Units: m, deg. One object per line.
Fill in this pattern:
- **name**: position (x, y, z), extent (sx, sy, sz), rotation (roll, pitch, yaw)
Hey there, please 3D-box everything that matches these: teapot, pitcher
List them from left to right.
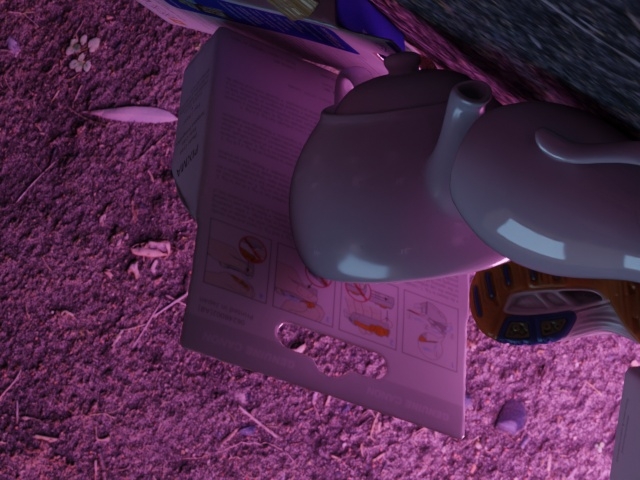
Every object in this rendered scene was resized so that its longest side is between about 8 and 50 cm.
- **teapot**: position (0.081, -0.076, 1.287), extent (0.256, 0.187, 0.252), rotation (-3, -169, 29)
- **pitcher**: position (0.198, -0.039, 1.043), extent (0.207, 0.125, 0.177), rotation (26, 158, 29)

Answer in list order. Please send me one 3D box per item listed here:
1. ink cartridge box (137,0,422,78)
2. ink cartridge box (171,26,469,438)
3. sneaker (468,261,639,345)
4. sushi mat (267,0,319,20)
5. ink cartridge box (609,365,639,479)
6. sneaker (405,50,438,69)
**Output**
- **ink cartridge box**: position (-0.045, -0.233, 1.436), extent (0.371, 0.069, 0.176), rotation (22, 177, 28)
- **ink cartridge box**: position (0.000, 0.000, 1.428), extent (0.308, 0.091, 0.385), rotation (21, -128, -23)
- **sneaker**: position (0.292, 0.041, 1.322), extent (0.297, 0.111, 0.131), rotation (4, -170, 25)
- **sushi mat**: position (-0.134, -0.288, 1.212), extent (0.317, 0.019, 0.151), rotation (35, 176, -12)
- **ink cartridge box**: position (0.402, 0.218, 1.119), extent (0.207, 0.119, 0.353), rotation (-1, -160, -18)
- **sneaker**: position (0.132, -0.162, 1.562), extent (0.118, 0.042, 0.067), rotation (34, 180, 17)
